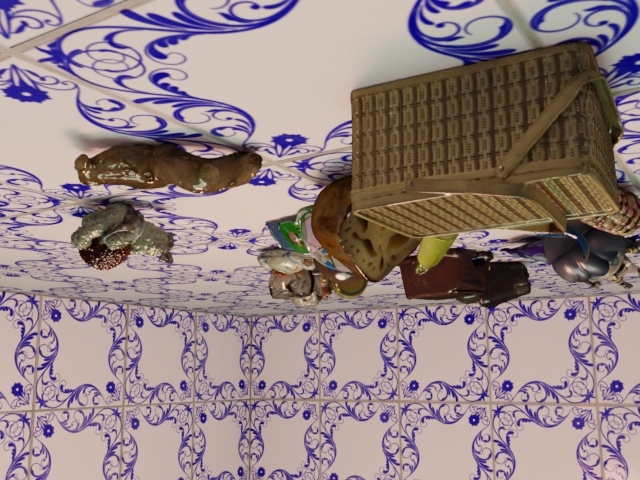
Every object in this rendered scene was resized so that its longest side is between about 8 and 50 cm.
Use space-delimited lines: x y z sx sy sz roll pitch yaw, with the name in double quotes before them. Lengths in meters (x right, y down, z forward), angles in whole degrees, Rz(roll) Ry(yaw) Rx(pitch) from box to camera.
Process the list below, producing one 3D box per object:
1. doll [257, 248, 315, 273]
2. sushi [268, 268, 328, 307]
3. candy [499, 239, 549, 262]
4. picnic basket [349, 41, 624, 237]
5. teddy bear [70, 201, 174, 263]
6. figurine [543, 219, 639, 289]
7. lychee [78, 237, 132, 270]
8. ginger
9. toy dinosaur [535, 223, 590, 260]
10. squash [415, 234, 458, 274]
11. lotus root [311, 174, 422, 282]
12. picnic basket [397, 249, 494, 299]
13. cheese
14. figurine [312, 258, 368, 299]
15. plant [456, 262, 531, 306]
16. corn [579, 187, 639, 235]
"doll" -0.102 0.055 1.985 0.214 0.072 0.103 1 158 42
"sushi" -0.079 0.147 2.305 0.124 0.130 0.332 -5 167 24
"candy" 0.634 0.028 1.884 0.275 0.070 0.145 -1 178 -7
"picnic basket" 0.215 -0.103 0.891 0.312 0.175 0.228 -7 167 29
"teddy bear" -0.403 -0.028 1.465 0.213 0.111 0.133 12 -152 -13
"figurine" 0.598 0.024 1.522 0.197 0.175 0.265 34 -174 32
"lychee" -0.479 0.003 1.570 0.123 0.123 0.129 -12 -170 46
"ginger" -0.236 -0.107 1.097 0.290 0.084 0.122 0 163 -3
"toy dinosaur" 0.383 -0.038 1.330 0.188 0.248 0.075 -13 135 -30
"squash" 0.289 0.021 1.818 0.090 0.075 0.200 -15 153 -23
"lotus root" 0.077 -0.052 1.289 0.180 0.199 0.188 33 160 51
"picnic basket" 0.381 0.114 2.149 0.222 0.129 0.297 5 169 -31
"cheese" 0.000 0.000 1.568 0.320 0.083 0.204 2 137 43
"figurine" 0.060 0.051 1.727 0.158 0.161 0.275 41 167 10
"plant" 0.562 0.148 2.305 0.256 0.142 0.164 -10 167 26
"corn" 0.526 -0.072 1.319 0.280 0.092 0.092 14 162 -41
